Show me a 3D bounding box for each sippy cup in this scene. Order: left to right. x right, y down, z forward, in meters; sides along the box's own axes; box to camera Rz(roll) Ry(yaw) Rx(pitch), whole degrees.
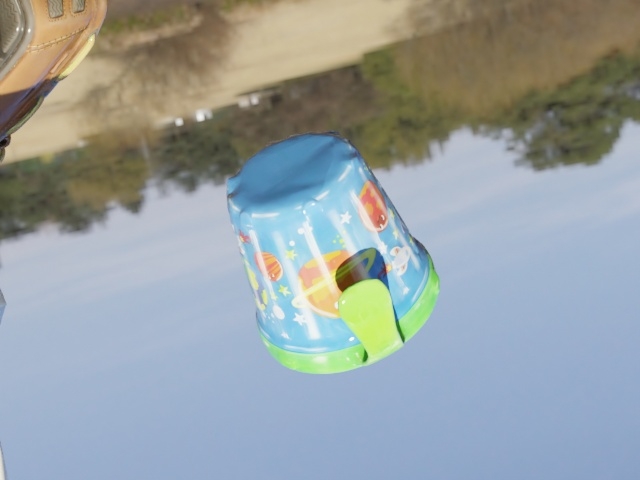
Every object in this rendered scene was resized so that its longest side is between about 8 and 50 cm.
[{"bbox_3d":[0.000,0.000,1.676,0.305,0.224,0.240,9,-134,38],"label":"sippy cup"}]

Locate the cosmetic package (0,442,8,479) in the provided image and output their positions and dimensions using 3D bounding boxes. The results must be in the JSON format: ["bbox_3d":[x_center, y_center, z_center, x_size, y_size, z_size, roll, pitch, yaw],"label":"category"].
[{"bbox_3d":[-0.262,0.275,0.896,0.156,0.217,0.385,-6,156,-14],"label":"cosmetic package"}]

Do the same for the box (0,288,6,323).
[{"bbox_3d":[-0.464,0.070,1.593,0.181,0.119,0.182,-23,174,-20],"label":"box"}]

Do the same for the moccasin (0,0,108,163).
[{"bbox_3d":[-0.348,-0.135,1.357,0.380,0.139,0.147,-42,161,30],"label":"moccasin"}]
